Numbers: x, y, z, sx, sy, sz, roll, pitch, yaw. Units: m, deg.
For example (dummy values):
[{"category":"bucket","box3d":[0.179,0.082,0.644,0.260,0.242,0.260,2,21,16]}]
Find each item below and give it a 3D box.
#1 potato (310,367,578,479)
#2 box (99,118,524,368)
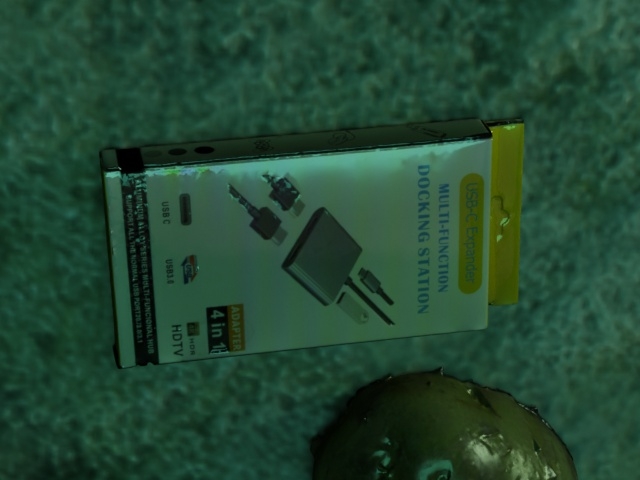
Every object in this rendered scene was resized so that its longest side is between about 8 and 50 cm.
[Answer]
[{"category":"potato","box3d":[0.083,0.140,0.973,0.172,0.089,0.100,-7,114,-6]},{"category":"box","box3d":[0.000,0.000,0.922,0.247,0.033,0.129,-6,115,-8]}]
